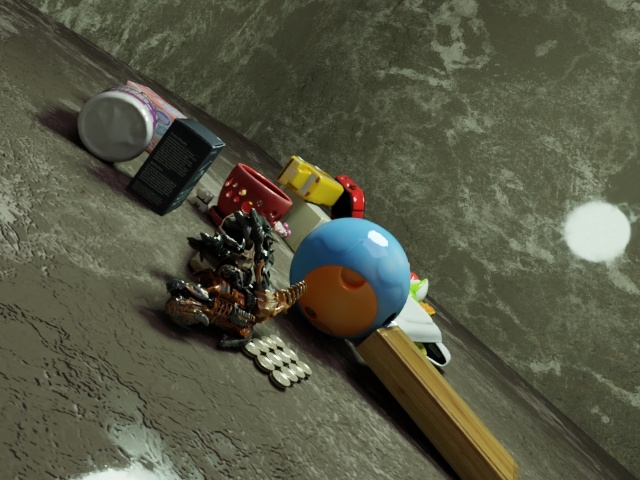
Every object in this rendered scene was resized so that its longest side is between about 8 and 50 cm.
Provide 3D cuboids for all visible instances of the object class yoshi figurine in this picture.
[{"bbox_3d":[0.288,0.195,2.202,0.203,0.203,0.362,-18,63,-31],"label":"yoshi figurine"}]

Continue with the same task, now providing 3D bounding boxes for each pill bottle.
[{"bbox_3d":[-0.510,-0.311,1.402,0.169,0.169,0.301,35,9,-22],"label":"pill bottle"}]

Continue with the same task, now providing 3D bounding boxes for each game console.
[{"bbox_3d":[0.102,-0.067,2.187,0.060,0.342,0.386,-1,18,-10],"label":"game console"}]

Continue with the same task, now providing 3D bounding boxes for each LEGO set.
[{"bbox_3d":[-0.386,-0.184,1.492,0.227,0.093,0.087,41,9,14],"label":"LEGO set"}]

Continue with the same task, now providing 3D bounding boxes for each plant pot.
[{"bbox_3d":[-0.202,-0.096,1.522,0.191,0.174,0.191,37,10,-7],"label":"plant pot"}]

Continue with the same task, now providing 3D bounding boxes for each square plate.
[{"bbox_3d":[0.185,0.158,1.573,0.347,0.049,0.344,47,17,31],"label":"square plate"}]

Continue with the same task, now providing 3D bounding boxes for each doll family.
[{"bbox_3d":[-0.212,-0.099,1.800,0.163,0.118,0.263,36,25,-59],"label":"doll family"}]

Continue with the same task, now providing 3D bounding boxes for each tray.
[{"bbox_3d":[0.261,0.367,1.190,0.411,0.076,0.203,48,11,18],"label":"tray"}]

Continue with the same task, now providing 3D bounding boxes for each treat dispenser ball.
[{"bbox_3d":[0.069,0.090,1.293,0.288,0.288,0.288,37,9,-7],"label":"treat dispenser ball"}]

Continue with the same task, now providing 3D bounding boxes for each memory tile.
[{"bbox_3d":[-0.078,0.214,0.974,0.113,0.012,0.148,41,10,17],"label":"memory tile"}]

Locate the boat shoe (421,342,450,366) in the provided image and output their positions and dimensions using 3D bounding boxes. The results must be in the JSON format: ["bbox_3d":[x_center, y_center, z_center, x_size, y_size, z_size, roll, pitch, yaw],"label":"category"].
[{"bbox_3d":[0.333,0.320,1.817,0.258,0.095,0.084,39,5,12],"label":"boat shoe"}]

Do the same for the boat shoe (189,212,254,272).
[{"bbox_3d":[-0.188,0.006,1.221,0.123,0.123,0.342,38,9,-1],"label":"boat shoe"}]

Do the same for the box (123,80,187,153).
[{"bbox_3d":[-0.501,-0.350,1.714,0.300,0.142,0.154,38,10,-1],"label":"box"}]

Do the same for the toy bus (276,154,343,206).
[{"bbox_3d":[-0.033,-0.206,1.959,0.130,0.108,0.332,42,10,16],"label":"toy bus"}]

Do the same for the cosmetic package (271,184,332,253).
[{"bbox_3d":[-0.074,-0.071,1.960,0.113,0.160,0.309,29,11,-42],"label":"cosmetic package"}]

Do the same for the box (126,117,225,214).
[{"bbox_3d":[-0.338,-0.179,1.288,0.108,0.207,0.153,37,9,-7],"label":"box"}]

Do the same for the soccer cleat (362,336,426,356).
[{"bbox_3d":[0.183,0.280,1.508,0.289,0.093,0.121,37,29,-21],"label":"soccer cleat"}]

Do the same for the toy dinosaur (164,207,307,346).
[{"bbox_3d":[-0.144,0.081,0.964,0.322,0.164,0.218,35,39,-70],"label":"toy dinosaur"}]
